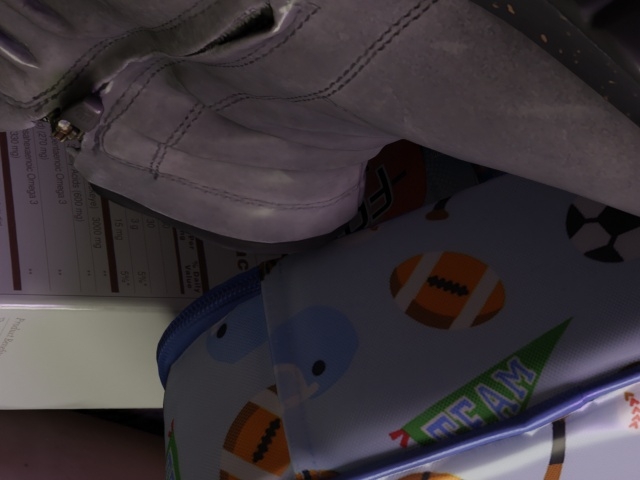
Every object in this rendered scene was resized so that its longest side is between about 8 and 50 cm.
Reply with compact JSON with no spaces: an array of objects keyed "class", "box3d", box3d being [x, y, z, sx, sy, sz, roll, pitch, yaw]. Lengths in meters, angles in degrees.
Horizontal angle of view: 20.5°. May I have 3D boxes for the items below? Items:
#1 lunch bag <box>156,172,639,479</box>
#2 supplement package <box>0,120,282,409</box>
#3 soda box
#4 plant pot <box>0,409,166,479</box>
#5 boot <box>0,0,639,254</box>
[{"class":"lunch bag","box3d":[0.096,0.081,0.652,0.303,0.115,0.243,-19,140,12]},{"class":"supplement package","box3d":[-0.118,0.001,0.691,0.179,0.105,0.105,2,152,-26]},{"class":"soda box","box3d":[0.000,0.000,0.798,0.183,0.058,0.063,-21,155,23]},{"class":"plant pot","box3d":[-0.166,0.217,0.982,0.323,0.323,0.280,-21,138,24]},{"class":"boot","box3d":[0.032,-0.053,0.508,0.338,0.118,0.223,32,151,0]}]
